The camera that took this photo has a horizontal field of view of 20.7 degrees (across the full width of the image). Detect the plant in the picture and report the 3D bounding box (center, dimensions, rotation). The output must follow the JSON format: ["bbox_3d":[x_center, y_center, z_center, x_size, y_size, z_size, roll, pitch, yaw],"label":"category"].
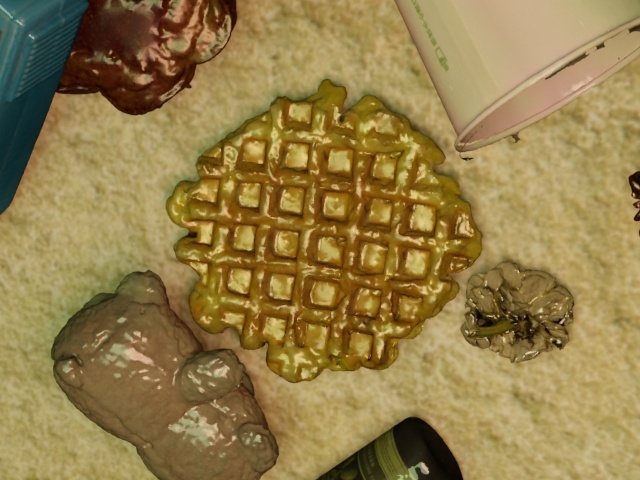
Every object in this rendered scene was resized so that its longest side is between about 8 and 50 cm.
[{"bbox_3d":[0.196,0.079,1.799,0.116,0.122,0.104,-1,100,21],"label":"plant"}]

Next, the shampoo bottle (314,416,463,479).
[{"bbox_3d":[0.015,0.302,1.877,0.284,0.101,0.101,-36,88,15],"label":"shampoo bottle"}]

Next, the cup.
[{"bbox_3d":[0.177,-0.257,1.707,0.253,0.253,0.274,-32,83,14],"label":"cup"}]

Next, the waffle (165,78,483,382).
[{"bbox_3d":[0.000,0.000,1.861,0.325,0.068,0.302,-39,87,16],"label":"waffle"}]

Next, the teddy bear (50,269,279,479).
[{"bbox_3d":[-0.158,0.162,1.859,0.267,0.151,0.236,38,147,-16],"label":"teddy bear"}]

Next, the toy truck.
[{"bbox_3d":[-0.371,-0.156,1.806,0.162,0.161,0.385,38,132,8],"label":"toy truck"}]

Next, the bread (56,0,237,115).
[{"bbox_3d":[-0.207,-0.246,1.840,0.247,0.135,0.232,-9,95,13],"label":"bread"}]

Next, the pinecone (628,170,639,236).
[{"bbox_3d":[0.431,-0.042,1.684,0.272,0.224,0.224,0,97,17],"label":"pinecone"}]
